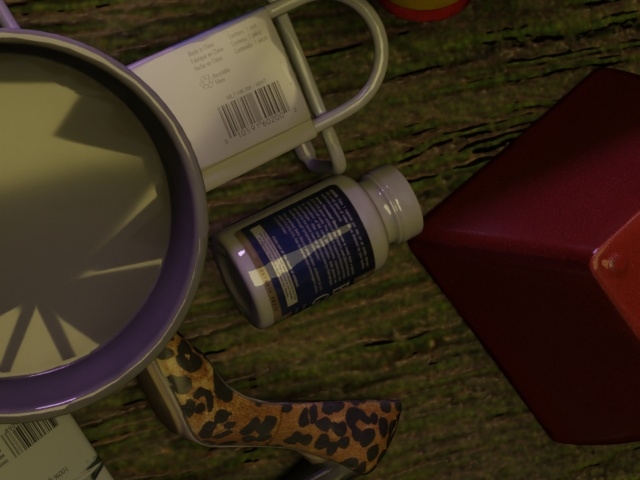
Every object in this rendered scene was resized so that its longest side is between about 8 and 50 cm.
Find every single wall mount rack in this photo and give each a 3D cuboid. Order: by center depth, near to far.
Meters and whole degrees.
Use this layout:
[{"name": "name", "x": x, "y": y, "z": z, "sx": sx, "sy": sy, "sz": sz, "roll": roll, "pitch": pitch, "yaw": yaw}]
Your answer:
[{"name": "wall mount rack", "x": -0.135, "y": -0.149, "z": 1.152, "sx": 0.350, "sy": 0.130, "sz": 0.304, "roll": -27, "pitch": 105, "yaw": -15}]

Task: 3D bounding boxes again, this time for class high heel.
[{"name": "high heel", "x": -0.048, "y": 0.115, "z": 1.214, "sx": 0.186, "sy": 0.093, "sz": 0.261, "roll": -35, "pitch": 110, "yaw": -17}]

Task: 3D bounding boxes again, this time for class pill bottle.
[{"name": "pill bottle", "x": 0.000, "y": 0.000, "z": 1.217, "sx": 0.169, "sy": 0.094, "sz": 0.094, "roll": -27, "pitch": 101, "yaw": -15}]

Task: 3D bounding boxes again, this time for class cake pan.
[{"name": "cake pan", "x": -0.231, "y": -0.011, "z": 1.043, "sx": 0.293, "sy": 0.054, "sz": 0.293, "roll": -3, "pitch": 102, "yaw": -13}]

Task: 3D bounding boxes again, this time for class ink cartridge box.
[{"name": "ink cartridge box", "x": -0.256, "y": 0.206, "z": 1.133, "sx": 0.153, "sy": 0.087, "sz": 0.208, "roll": -37, "pitch": 104, "yaw": -28}]

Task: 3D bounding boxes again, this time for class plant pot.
[{"name": "plant pot", "x": 0.287, "y": 0.023, "z": 1.242, "sx": 0.267, "sy": 0.236, "sz": 0.267, "roll": -40, "pitch": 105, "yaw": -12}]

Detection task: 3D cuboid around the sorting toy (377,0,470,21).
[{"name": "sorting toy", "x": 0.137, "y": -0.296, "z": 1.188, "sx": 0.256, "sy": 0.089, "sz": 0.257, "roll": -5, "pitch": 56, "yaw": 0}]
